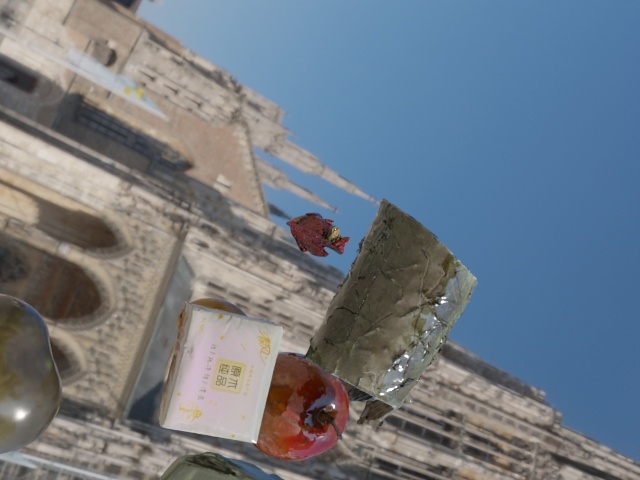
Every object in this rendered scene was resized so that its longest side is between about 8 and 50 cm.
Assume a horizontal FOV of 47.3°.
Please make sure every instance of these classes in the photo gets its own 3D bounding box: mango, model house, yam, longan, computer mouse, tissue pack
[{"bbox_3d":[-0.220,0.210,1.655,0.157,0.262,0.109,-22,-124,25],"label":"mango"},{"bbox_3d":[0.116,0.347,1.788,0.188,0.122,0.229,-37,-125,12],"label":"model house"},{"bbox_3d":[0.132,0.129,1.384,0.348,0.241,0.241,-60,-153,-2],"label":"yam"},{"bbox_3d":[-0.524,0.218,1.164,0.246,0.246,0.215,-49,-179,25],"label":"longan"},{"bbox_3d":[-0.202,0.667,1.831,0.145,0.428,0.228,25,85,-74],"label":"computer mouse"},{"bbox_3d":[-0.190,0.246,1.378,0.124,0.184,0.225,178,-74,-72],"label":"tissue pack"}]

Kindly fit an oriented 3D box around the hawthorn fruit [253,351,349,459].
[{"bbox_3d":[-0.042,0.364,1.586,0.235,0.262,0.231,-56,157,-47],"label":"hawthorn fruit"}]

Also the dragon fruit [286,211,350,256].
[{"bbox_3d":[-0.011,-0.006,2.026,0.192,0.092,0.123,30,-82,40],"label":"dragon fruit"}]
